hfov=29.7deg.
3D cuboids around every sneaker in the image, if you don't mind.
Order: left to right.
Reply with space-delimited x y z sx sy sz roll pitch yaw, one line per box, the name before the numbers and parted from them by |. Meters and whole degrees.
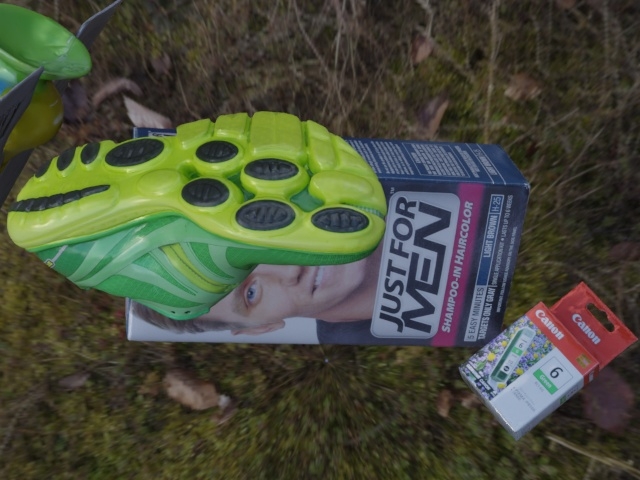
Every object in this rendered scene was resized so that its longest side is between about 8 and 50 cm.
sneaker | -0.078 -0.013 0.842 0.295 0.123 0.109 0 52 31

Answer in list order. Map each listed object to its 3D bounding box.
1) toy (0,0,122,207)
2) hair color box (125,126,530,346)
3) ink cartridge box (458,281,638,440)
toy | -0.165 0.008 0.460 0.056 0.137 0.237 35 116 -8
hair color box | 0.000 0.000 1.100 0.347 0.105 0.174 2 115 -10
ink cartridge box | 0.162 0.080 0.852 0.115 0.029 0.063 -38 65 -5
